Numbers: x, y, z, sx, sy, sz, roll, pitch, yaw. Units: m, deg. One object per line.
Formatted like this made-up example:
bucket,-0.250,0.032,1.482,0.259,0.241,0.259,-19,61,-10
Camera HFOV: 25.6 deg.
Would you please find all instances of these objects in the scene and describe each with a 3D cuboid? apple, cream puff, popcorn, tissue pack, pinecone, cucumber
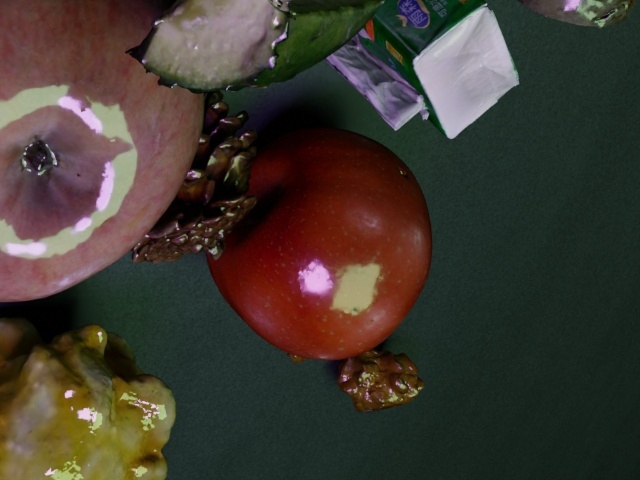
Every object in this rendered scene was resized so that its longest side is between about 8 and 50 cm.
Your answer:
apple,0.000,0.000,1.592,0.216,0.260,0.260,32,104,-32
cream puff,0.083,0.197,2.022,0.122,0.094,0.116,-15,170,-11
apple,-0.257,-0.107,1.219,0.345,0.269,0.344,-24,141,-21
popcorn,-0.287,0.252,1.529,0.290,0.325,0.321,-29,137,-15
tissue pack,0.077,-0.217,1.471,0.156,0.209,0.148,-39,146,1
pinecone,-0.142,-0.068,1.452,0.150,0.195,0.179,18,160,-19
cucumber,-0.027,-0.188,1.182,0.145,0.105,0.325,-43,180,25

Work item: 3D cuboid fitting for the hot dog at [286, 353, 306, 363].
hot dog,-0.010,0.133,1.914,0.083,0.035,0.058,-31,144,-15

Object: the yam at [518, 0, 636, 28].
yam,0.327,-0.377,1.576,0.161,0.161,0.268,-4,131,-41
